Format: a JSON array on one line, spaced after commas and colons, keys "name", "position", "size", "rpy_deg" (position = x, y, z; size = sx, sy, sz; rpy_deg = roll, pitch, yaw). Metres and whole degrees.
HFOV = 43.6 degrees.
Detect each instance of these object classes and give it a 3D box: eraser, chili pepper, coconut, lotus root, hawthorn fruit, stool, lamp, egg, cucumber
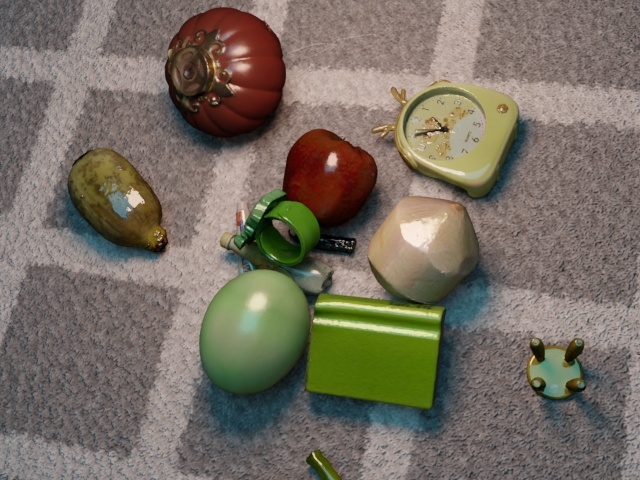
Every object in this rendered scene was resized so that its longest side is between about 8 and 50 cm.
[{"name": "eraser", "position": [0.108, 0.222, 1.640], "size": [0.274, 0.092, 0.210], "rpy_deg": [8, 99, 15]}, {"name": "chili pepper", "position": [0.031, 0.516, 1.607], "size": [0.052, 0.050, 0.202], "rpy_deg": [-47, 56, 35]}, {"name": "coconut", "position": [0.222, 0.010, 1.649], "size": [0.224, 0.224, 0.234], "rpy_deg": [44, 116, 23]}, {"name": "lotus root", "position": [-0.474, -0.093, 1.892], "size": [0.173, 0.173, 0.309], "rpy_deg": [-44, 74, -6]}, {"name": "hawthorn fruit", "position": [0.005, -0.114, 1.768], "size": [0.208, 0.208, 0.248], "rpy_deg": [28, 86, 20]}, {"name": "stool", "position": [0.464, 0.252, 1.577], "size": [0.134, 0.110, 0.135], "rpy_deg": [-42, 68, -6]}, {"name": "lamp", "position": [-0.223, -0.393, 1.881], "size": [0.303, 0.257, 0.303], "rpy_deg": [7, 103, 32]}, {"name": "egg", "position": [-0.139, 0.191, 1.672], "size": [0.220, 0.220, 0.270], "rpy_deg": [31, 89, 21]}, {"name": "cucumber", "position": [0.000, 0.000, 1.812], "size": [0.163, 0.039, 0.043], "rpy_deg": [6, 50, 13]}]

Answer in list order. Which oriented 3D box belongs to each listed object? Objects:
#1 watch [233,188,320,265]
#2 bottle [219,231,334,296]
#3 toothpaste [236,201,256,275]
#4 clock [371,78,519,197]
[{"name": "watch", "position": [-0.082, -0.017, 1.712], "size": [0.152, 0.165, 0.131], "rpy_deg": [36, 44, 7]}, {"name": "bottle", "position": [-0.103, 0.045, 1.784], "size": [0.269, 0.083, 0.083], "rpy_deg": [23, 76, 14]}, {"name": "toothpaste", "position": [-0.172, 0.015, 1.849], "size": [0.052, 0.033, 0.218], "rpy_deg": [-10, 73, 13]}, {"name": "clock", "position": [0.278, -0.248, 1.812], "size": [0.308, 0.096, 0.235], "rpy_deg": [22, 77, 19]}]
